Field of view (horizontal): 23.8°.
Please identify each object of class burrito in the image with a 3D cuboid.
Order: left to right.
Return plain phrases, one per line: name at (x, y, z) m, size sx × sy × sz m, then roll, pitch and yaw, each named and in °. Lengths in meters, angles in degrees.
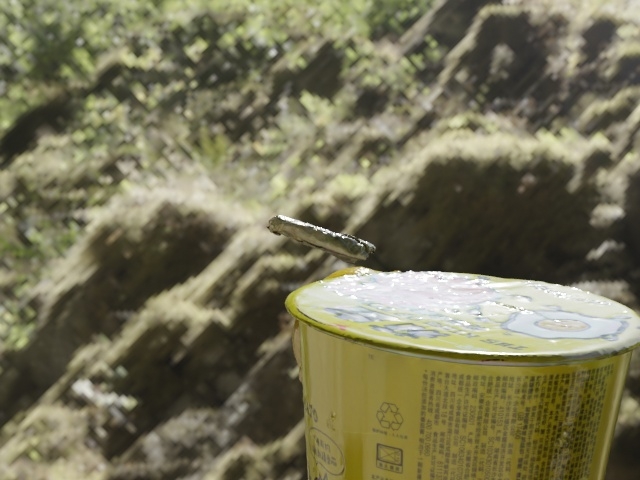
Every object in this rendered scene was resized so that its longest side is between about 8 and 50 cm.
burrito at (0.001, -0.002, 2.337) m, size 0.171 × 0.042 × 0.051 m, roll 20°, pitch 10°, yaw -2°

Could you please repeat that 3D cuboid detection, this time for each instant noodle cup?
instant noodle cup at (0.123, 0.181, 1.372) m, size 0.325 × 0.325 × 0.254 m, roll 15°, pitch -74°, yaw 51°

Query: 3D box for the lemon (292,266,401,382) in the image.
lemon at (0.052, 0.143, 2.474) m, size 0.187 × 0.244 × 0.187 m, roll 39°, pitch -2°, yaw 1°
